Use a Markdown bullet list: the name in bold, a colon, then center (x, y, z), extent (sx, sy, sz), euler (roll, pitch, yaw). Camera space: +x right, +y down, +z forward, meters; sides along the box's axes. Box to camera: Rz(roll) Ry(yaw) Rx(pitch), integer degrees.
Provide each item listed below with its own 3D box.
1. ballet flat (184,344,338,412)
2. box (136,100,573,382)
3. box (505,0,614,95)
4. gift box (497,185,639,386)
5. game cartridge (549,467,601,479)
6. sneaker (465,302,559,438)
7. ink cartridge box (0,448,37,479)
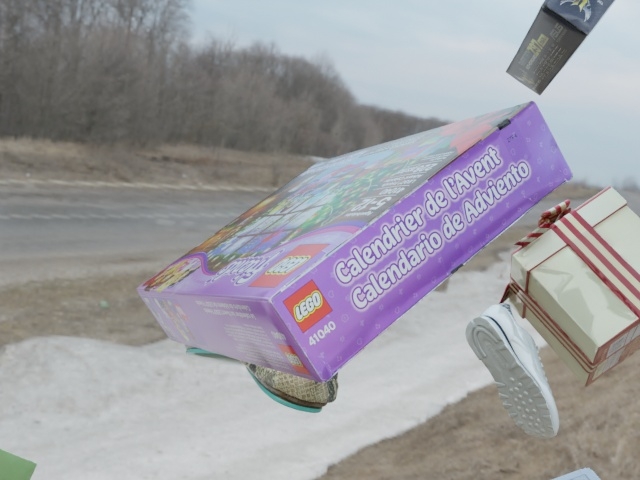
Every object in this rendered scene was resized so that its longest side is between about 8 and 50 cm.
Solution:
- **ballet flat**: center (-0.096, 0.159, 1.391), extent (0.164, 0.181, 0.483), euler (17, -6, -27)
- **box**: center (0.000, 0.000, 0.559), extent (0.201, 0.057, 0.293), euler (-37, 13, -22)
- **box**: center (0.294, -0.272, 0.884), extent (0.059, 0.183, 0.233), euler (36, -1, 6)
- **gift box**: center (0.472, 0.082, 1.455), extent (0.258, 0.276, 0.255), euler (54, -12, 29)
- **game cartridge**: center (0.332, 0.331, 1.057), extent (0.083, 0.017, 0.056), euler (-15, 29, -13)
- **sneaker**: center (0.339, 0.216, 1.347), extent (0.095, 0.235, 0.090), euler (-23, -5, -44)
- **ink cartridge box**: center (-0.453, 0.269, 0.873), extent (0.235, 0.171, 0.056), euler (27, 17, -6)
